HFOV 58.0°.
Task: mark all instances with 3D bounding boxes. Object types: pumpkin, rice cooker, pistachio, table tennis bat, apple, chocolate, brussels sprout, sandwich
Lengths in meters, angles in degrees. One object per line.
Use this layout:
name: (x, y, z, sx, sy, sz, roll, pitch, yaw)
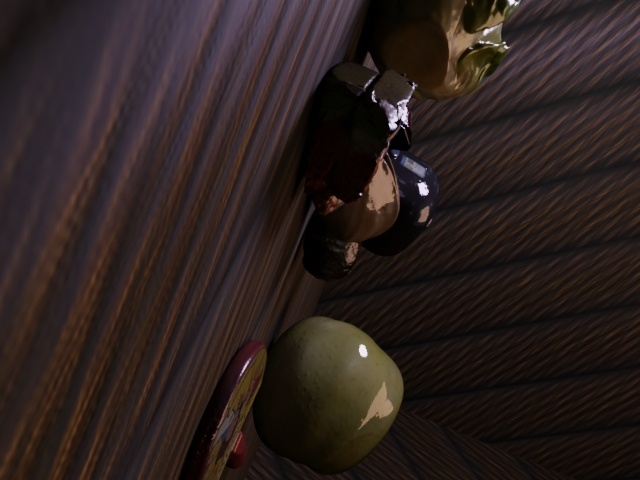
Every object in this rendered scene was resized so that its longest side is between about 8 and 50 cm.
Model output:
pumpkin: (0.032, -0.017, 1.188, 0.107, 0.119, 0.183, 108, -1, -58)
rice cooker: (0.157, -0.105, 1.405, 0.267, 0.224, 0.267, -58, -174, 9)
pistachio: (0.058, -0.094, 1.006, 0.137, 0.153, 0.238, -79, 159, -48)
table tennis bat: (-0.152, 0.315, 0.954, 0.414, 0.051, 0.268, 100, 12, -59)
apple: (0.012, 0.365, 1.360, 0.357, 0.357, 0.357, 21, 90, -86)
chocolate: (0.119, -0.245, 1.131, 0.125, 0.149, 0.080, -7, -125, 51)
brussels sprout: (0.202, -0.363, 0.939, 0.294, 0.227, 0.259, -57, 155, -36)
sandwich: (0.049, -0.155, 0.809, 0.212, 0.109, 0.292, -63, 178, 38)

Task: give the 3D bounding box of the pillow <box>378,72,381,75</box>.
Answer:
pillow: (0.117, -0.281, 1.292, 0.214, 0.086, 0.233, -58, -174, 38)
